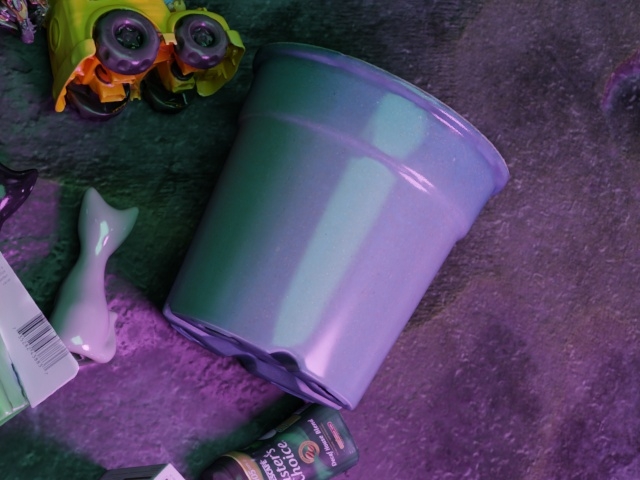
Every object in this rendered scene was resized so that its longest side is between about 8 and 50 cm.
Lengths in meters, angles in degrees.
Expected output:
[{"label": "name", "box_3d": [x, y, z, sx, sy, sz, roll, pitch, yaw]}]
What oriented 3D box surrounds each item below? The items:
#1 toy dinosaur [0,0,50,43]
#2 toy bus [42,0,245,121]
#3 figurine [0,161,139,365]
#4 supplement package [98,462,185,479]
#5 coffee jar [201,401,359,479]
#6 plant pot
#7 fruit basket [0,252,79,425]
[{"label": "toy dinosaur", "box_3d": [-0.476, -0.295, 1.647, 0.322, 0.164, 0.218, 14, 57, 5]}, {"label": "toy bus", "box_3d": [-0.227, -0.268, 1.755, 0.220, 0.149, 0.211, -7, 68, -29]}, {"label": "figurine", "box_3d": [-0.321, 0.020, 1.679, 0.215, 0.092, 0.209, 20, 68, -23]}, {"label": "supplement package", "box_3d": [-0.168, 0.393, 1.615, 0.145, 0.204, 0.262, -44, 101, -28]}, {"label": "coffee jar", "box_3d": [-0.049, 0.274, 1.765, 0.184, 0.079, 0.096, -29, 94, -27]}, {"label": "plant pot", "box_3d": [0.000, 0.000, 1.719, 0.341, 0.341, 0.334, 30, 77, -18]}, {"label": "fruit basket", "box_3d": [-0.472, 0.084, 1.523, 0.327, 0.165, 0.353, -36, 83, 6]}]
